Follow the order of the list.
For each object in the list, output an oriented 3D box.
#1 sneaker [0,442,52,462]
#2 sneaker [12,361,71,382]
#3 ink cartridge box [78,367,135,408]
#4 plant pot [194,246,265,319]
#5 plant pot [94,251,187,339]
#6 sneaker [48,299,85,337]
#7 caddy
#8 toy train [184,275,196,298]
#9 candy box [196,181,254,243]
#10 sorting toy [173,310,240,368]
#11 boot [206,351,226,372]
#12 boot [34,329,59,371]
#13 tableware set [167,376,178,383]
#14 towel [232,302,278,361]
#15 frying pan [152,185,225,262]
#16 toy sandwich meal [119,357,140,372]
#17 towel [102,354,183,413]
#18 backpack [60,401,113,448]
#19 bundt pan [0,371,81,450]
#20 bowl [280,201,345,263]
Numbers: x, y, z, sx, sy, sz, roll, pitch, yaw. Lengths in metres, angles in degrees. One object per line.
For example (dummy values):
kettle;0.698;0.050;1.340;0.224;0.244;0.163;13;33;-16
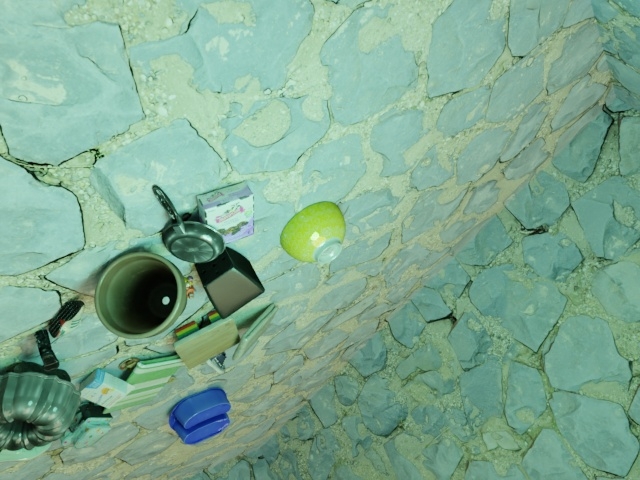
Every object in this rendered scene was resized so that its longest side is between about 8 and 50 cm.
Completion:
sneaker;-1.168;0.791;1.673;0.151;0.094;0.256;-50;149;16
sneaker;-0.979;0.490;1.450;0.130;0.087;0.227;-38;156;-10
ink cartridge box;-0.847;0.597;1.693;0.104;0.061;0.181;-40;123;9
plant pot;-0.343;0.134;1.536;0.187;0.188;0.167;-34;139;-3
plant pot;-0.537;0.184;1.360;0.263;0.263;0.229;-33;168;-7
sneaker;-0.786;0.243;1.351;0.161;0.057;0.075;-46;166;13
caddy;-0.662;0.961;2.369;0.341;0.179;0.241;-9;117;-39
toy train;-0.518;0.190;1.551;0.166;0.046;0.125;-6;138;-42
candy box;-0.302;-0.078;1.374;0.164;0.070;0.196;-21;147;-24
sorting toy;-0.497;0.421;1.857;0.257;0.089;0.255;-26;149;-18
boot;-0.498;0.604;2.133;0.086;0.069;0.190;-30;148;-5
boot;-0.871;0.349;1.353;0.045;0.099;0.121;-19;147;-31
tableware set;-0.761;0.672;2.006;0.168;0.020;0.141;-33;150;-5
towel;-0.306;0.426;2.005;0.282;0.049;0.187;-45;166;-52
frying pan;-0.391;-0.027;1.297;0.197;0.053;0.326;5;142;-8
toy sandwich meal;-0.780;0.512;1.748;0.085;0.029;0.085;-26;149;-17
towel;-0.766;0.622;1.863;0.325;0.038;0.248;-49;153;20
backpack;-1.002;0.795;1.806;0.188;0.144;0.166;-36;155;3
bundt pan;-0.970;0.572;1.382;0.330;0.124;0.331;-9;131;-10
bowl;0.000;0.000;1.718;0.289;0.156;0.289;-27;149;-18
